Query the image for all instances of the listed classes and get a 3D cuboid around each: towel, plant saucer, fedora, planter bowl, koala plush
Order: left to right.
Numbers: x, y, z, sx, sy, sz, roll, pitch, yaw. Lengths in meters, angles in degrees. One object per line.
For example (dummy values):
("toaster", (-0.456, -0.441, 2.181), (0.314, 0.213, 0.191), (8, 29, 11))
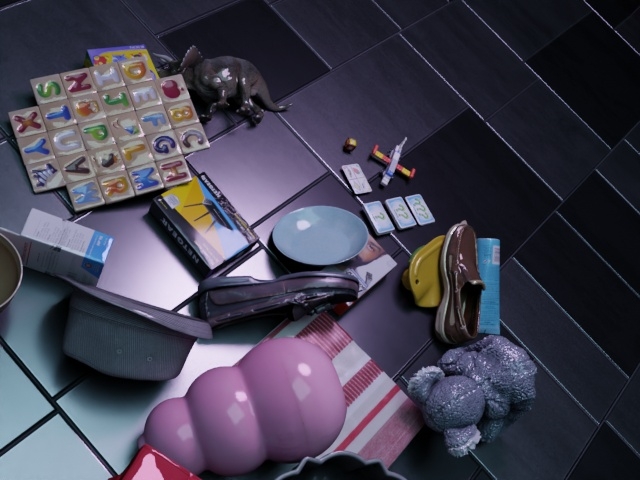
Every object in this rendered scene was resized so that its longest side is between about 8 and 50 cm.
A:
("planter bowl", (-0.564, 0.068, 1.231), (0.162, 0.109, 0.162), (12, 57, -19))
("fedora", (-0.320, 0.154, 1.262), (0.275, 0.243, 0.124), (21, 82, -25))
("plant saucer", (0.000, 0.000, 1.571), (0.195, 0.037, 0.195), (0, 37, 0))
("towel", (0.017, 0.292, 1.436), (0.329, 0.037, 0.237), (46, 54, 7))
("koala plush", (0.276, 0.290, 1.457), (0.221, 0.203, 0.196), (-17, 69, -34))

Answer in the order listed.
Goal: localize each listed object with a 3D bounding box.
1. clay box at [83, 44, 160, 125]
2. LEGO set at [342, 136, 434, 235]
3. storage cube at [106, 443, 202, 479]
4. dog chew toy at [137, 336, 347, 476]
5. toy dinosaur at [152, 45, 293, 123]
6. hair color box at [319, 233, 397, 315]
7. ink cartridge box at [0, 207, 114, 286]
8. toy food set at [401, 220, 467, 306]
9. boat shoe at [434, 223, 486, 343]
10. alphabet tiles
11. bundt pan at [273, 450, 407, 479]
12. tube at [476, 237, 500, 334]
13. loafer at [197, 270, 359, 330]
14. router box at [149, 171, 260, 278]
("clay box", (-0.384, -0.295, 1.580), (0.127, 0.053, 0.222), (-15, 68, -31))
("LEGO set", (0.152, -0.140, 1.755), (0.182, 0.060, 0.244), (-12, 67, -36))
("storage cube", (-0.245, 0.445, 1.087), (0.215, 0.184, 0.193), (37, 39, -5))
("dog chew toy", (-0.130, 0.286, 1.257), (0.331, 0.206, 0.207), (-18, 69, -13))
("toy dinosaur", (-0.193, -0.340, 1.664), (0.313, 0.121, 0.160), (-2, 76, -23))
("hair color box", (0.069, 0.068, 1.586), (0.093, 0.053, 0.167), (47, 51, 7))
("ink cartridge box", (-0.456, 0.010, 1.324), (0.180, 0.104, 0.060), (21, 54, -14))
("toy food set", (0.247, 0.058, 1.680), (0.218, 0.071, 0.128), (-33, 105, -34))
("boat shoe", (0.308, 0.089, 1.616), (0.095, 0.095, 0.257), (13, 77, -35))
("alphabet tiles", (-0.402, -0.211, 1.491), (0.342, 0.011, 0.285), (-18, 76, -21))
("bundt pan", (0.016, 0.504, 1.220), (0.330, 0.124, 0.331), (6, 71, -19))
("tube", (0.362, 0.100, 1.687), (0.080, 0.052, 0.207), (5, 84, -20))
("loafer", (-0.074, 0.119, 1.434), (0.302, 0.109, 0.095), (-2, 64, -9))
("router box", (-0.224, -0.032, 1.504), (0.179, 0.046, 0.133), (49, 52, 7))
